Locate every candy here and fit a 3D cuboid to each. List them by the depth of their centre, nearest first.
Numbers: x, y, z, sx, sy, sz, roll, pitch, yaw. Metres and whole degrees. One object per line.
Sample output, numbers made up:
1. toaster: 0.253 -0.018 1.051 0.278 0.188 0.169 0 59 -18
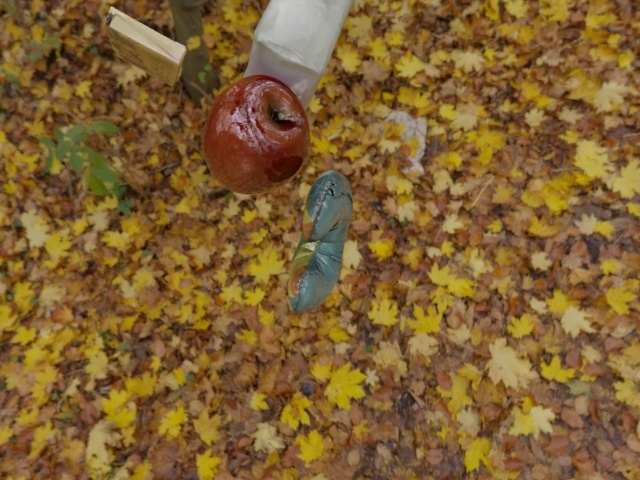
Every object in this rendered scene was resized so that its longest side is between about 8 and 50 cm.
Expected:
1. candy: -0.039 -0.414 0.963 0.144 0.208 0.359 24 64 -11

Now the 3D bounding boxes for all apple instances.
1. apple: -0.106 -0.169 0.786 0.168 0.181 0.181 -15 43 46

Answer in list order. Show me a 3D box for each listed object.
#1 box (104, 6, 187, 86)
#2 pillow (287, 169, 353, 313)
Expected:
1. box: -0.181 -0.196 0.503 0.020 0.073 0.149 -66 21 1
2. pillow: 0.000 0.000 0.799 0.086 0.234 0.214 15 14 6
